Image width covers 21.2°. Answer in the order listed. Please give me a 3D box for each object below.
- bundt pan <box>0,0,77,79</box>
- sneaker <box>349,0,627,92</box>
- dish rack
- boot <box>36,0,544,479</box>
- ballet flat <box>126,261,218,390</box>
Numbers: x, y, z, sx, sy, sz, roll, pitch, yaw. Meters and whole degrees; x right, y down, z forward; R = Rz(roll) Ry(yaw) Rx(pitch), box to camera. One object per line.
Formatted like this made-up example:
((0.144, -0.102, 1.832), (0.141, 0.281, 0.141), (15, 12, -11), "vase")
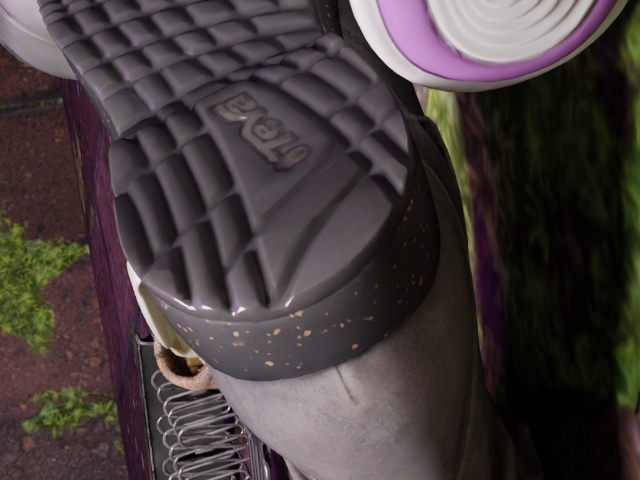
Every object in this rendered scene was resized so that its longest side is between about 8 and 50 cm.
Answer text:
((-0.146, -0.237, 0.973), (0.331, 0.124, 0.330), (170, 90, -78), "bundt pan")
((0.020, -0.193, 0.429), (0.152, 0.114, 0.305), (-115, 20, -51), "sneaker")
((-0.078, 0.195, 1.280), (0.271, 0.074, 0.208), (-135, 37, -70), "dish rack")
((0.000, 0.000, 0.614), (0.338, 0.118, 0.222), (-99, -16, -52), "boot")
((-0.050, -0.003, 0.922), (0.316, 0.106, 0.107), (99, 159, -54), "ballet flat")
